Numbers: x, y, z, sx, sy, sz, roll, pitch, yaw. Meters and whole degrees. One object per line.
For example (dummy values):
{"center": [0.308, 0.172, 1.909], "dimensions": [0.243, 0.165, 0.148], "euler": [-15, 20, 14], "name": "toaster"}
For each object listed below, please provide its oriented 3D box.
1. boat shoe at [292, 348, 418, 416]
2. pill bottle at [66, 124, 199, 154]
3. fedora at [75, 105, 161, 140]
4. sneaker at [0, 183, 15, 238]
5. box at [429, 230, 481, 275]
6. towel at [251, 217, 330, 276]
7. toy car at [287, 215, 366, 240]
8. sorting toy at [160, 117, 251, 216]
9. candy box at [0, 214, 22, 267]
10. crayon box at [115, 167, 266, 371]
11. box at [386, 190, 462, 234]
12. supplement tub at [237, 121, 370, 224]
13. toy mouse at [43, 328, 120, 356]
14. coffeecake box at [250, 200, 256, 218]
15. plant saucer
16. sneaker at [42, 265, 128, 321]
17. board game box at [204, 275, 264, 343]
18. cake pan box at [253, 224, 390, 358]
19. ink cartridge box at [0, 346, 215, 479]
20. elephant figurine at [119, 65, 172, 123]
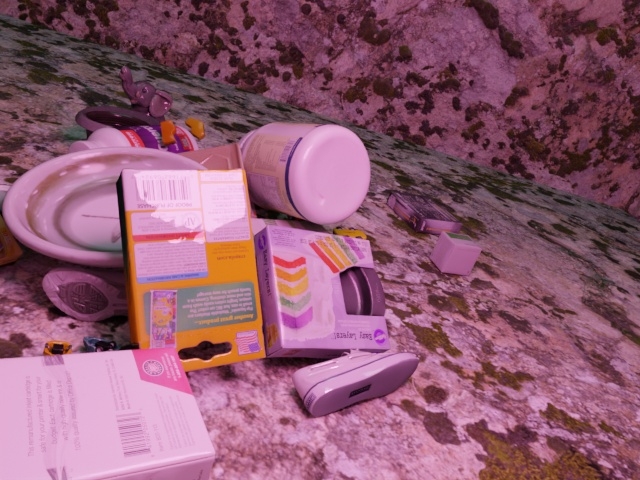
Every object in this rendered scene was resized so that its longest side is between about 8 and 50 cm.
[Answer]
{"center": [0.068, 0.232, 0.942], "dimensions": [0.258, 0.095, 0.084], "euler": [-2, 35, -40], "name": "boat shoe"}
{"center": [-0.487, -0.211, 1.394], "dimensions": [0.181, 0.181, 0.323], "euler": [29, 26, 23], "name": "pill bottle"}
{"center": [-0.609, -0.309, 1.586], "dimensions": [0.244, 0.124, 0.275], "euler": [11, 22, -17], "name": "fedora"}
{"center": [-0.593, -0.043, 1.069], "dimensions": [0.272, 0.100, 0.108], "euler": [4, 33, -28], "name": "sneaker"}
{"center": [0.402, 0.039, 1.574], "dimensions": [0.101, 0.102, 0.087], "euler": [9, 28, -23], "name": "box"}
{"center": [-0.096, 0.004, 1.171], "dimensions": [0.325, 0.038, 0.248], "euler": [2, 28, -33], "name": "towel"}
{"center": [0.000, 0.000, 1.440], "dimensions": [0.239, 0.053, 0.225], "euler": [18, 24, 2], "name": "toy car"}
{"center": [-0.303, -0.169, 1.310], "dimensions": [0.229, 0.041, 0.307], "euler": [-12, 71, -1], "name": "sorting toy"}
{"center": [-0.643, -0.030, 0.952], "dimensions": [0.186, 0.053, 0.109], "euler": [58, 32, 4], "name": "candy box"}
{"center": [-0.215, 0.047, 0.871], "dimensions": [0.203, 0.322, 0.083], "euler": [-4, -8, -28], "name": "crayon box"}
{"center": [0.371, -0.098, 1.900], "dimensions": [0.183, 0.056, 0.231], "euler": [5, 27, -27], "name": "box"}
{"center": [-0.060, -0.178, 1.330], "dimensions": [0.235, 0.235, 0.325], "euler": [-3, 13, -39], "name": "supplement tub"}
{"center": [-0.347, 0.184, 0.808], "dimensions": [0.143, 0.031, 0.161], "euler": [10, 9, -31], "name": "toy mouse"}
{"center": [-0.257, -0.091, 1.433], "dimensions": [0.142, 0.068, 0.185], "euler": [12, 24, -18], "name": "coffeecake box"}
{"center": [-0.393, -0.054, 1.041], "dimensions": [0.401, 0.100, 0.400], "euler": [7, 35, -5], "name": "plant saucer"}
{"center": [-0.380, 0.090, 0.966], "dimensions": [0.232, 0.090, 0.115], "euler": [16, 15, -25], "name": "sneaker"}
{"center": [-0.168, 0.071, 1.131], "dimensions": [0.308, 0.086, 0.302], "euler": [-4, 33, -40], "name": "board game box"}
{"center": [0.007, 0.105, 1.033], "dimensions": [0.267, 0.070, 0.245], "euler": [10, 61, -33], "name": "cake pan box"}
{"center": [-0.299, 0.242, 0.636], "dimensions": [0.283, 0.117, 0.207], "euler": [2, 29, -32], "name": "ink cartridge box"}
{"center": [-0.593, -0.468, 1.796], "dimensions": [0.169, 0.239, 0.186], "euler": [12, 25, -12], "name": "elephant figurine"}
